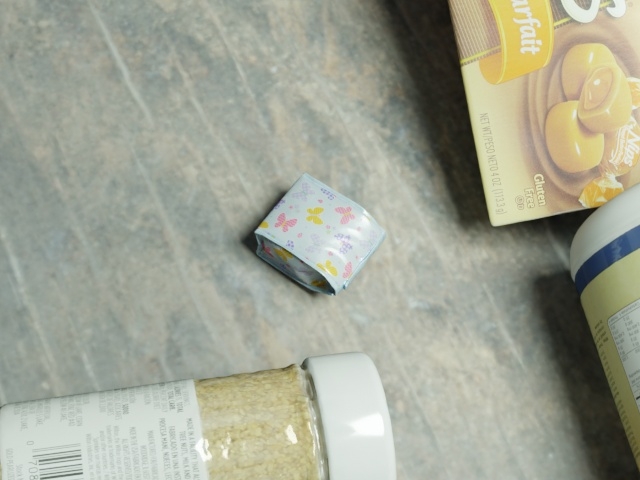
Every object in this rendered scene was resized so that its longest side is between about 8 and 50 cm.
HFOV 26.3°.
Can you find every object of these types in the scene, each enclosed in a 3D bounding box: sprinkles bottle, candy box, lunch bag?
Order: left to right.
[{"bbox_3d":[-0.129,0.160,0.975,0.355,0.121,0.121,-7,69,-8],"label":"sprinkles bottle"},{"bbox_3d":[0.000,0.000,1.089,0.083,0.053,0.071,30,66,17],"label":"lunch bag"},{"bbox_3d":[0.194,-0.184,1.068,0.183,0.087,0.316,-10,96,10],"label":"candy box"}]

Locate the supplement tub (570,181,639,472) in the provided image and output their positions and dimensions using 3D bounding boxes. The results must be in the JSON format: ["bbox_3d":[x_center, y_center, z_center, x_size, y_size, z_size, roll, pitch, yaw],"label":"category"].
[{"bbox_3d":[0.330,0.108,0.984,0.228,0.228,0.316,-12,70,-10],"label":"supplement tub"}]
